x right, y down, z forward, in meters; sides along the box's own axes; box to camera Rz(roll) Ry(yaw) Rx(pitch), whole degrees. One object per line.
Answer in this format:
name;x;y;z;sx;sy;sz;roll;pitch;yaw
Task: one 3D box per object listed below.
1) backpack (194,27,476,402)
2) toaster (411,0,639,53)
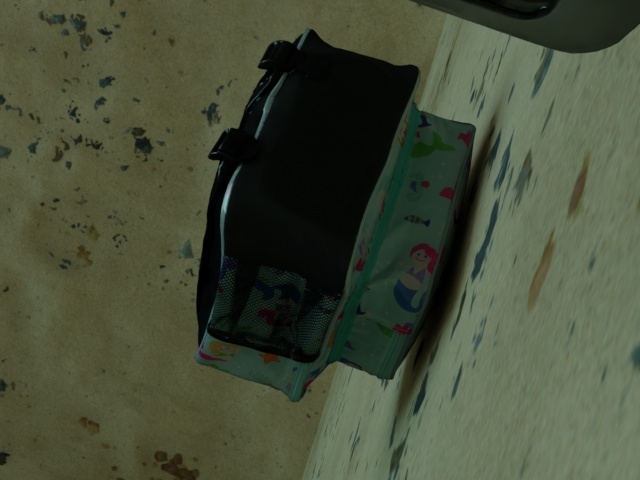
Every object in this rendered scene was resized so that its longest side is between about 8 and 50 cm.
backpack;0.000;0.000;0.871;0.253;0.191;0.225;118;174;-53
toaster;0.054;-0.152;0.317;0.168;0.186;0.110;123;163;-64
